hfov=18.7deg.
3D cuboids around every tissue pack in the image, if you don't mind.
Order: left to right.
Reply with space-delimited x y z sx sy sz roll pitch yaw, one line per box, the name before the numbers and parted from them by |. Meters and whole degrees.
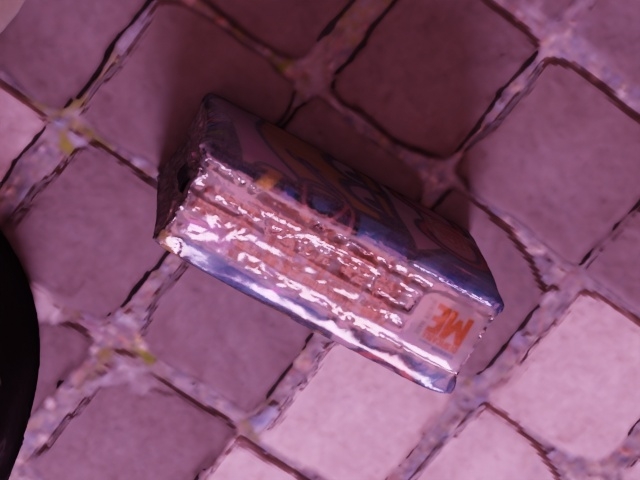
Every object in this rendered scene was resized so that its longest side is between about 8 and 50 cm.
tissue pack | 0.000 0.000 0.904 0.155 0.115 0.065 29 103 -11

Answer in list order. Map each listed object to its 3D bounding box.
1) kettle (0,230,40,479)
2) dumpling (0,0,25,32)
kettle | -0.223 0.067 0.828 0.207 0.290 0.268 27 105 -10
dumpling | -0.182 -0.165 0.853 0.155 0.111 0.181 8 120 -38
